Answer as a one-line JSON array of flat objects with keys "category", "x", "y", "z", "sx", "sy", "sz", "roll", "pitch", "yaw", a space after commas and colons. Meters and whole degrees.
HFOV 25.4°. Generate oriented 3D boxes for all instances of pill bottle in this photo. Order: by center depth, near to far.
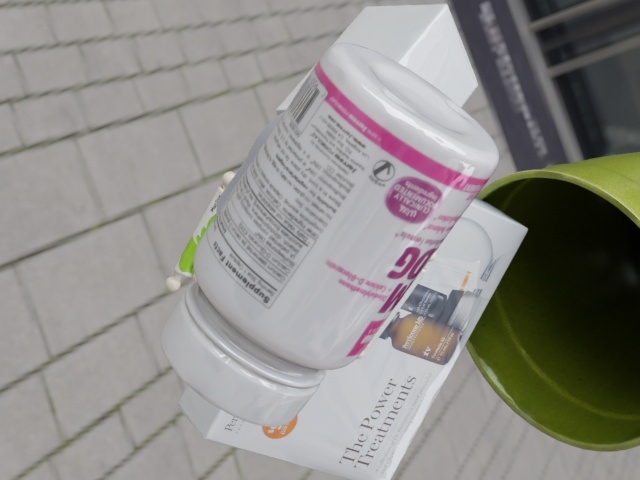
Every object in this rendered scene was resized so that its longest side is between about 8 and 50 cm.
[{"category": "pill bottle", "x": 0.000, "y": 0.000, "z": 1.130, "sx": 0.160, "sy": 0.283, "sz": 0.160, "roll": 31, "pitch": 19, "yaw": -12}]

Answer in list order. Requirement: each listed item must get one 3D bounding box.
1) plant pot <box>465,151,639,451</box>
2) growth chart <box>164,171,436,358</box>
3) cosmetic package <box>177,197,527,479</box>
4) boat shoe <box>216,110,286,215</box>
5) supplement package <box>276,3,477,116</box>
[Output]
[{"category": "plant pot", "x": 0.420, "y": 0.036, "z": 1.845, "sx": 0.353, "sy": 0.366, "sz": 0.366, "roll": -24, "pitch": 95, "yaw": -39}, {"category": "growth chart", "x": -0.019, "y": 0.021, "z": 1.423, "sx": 0.237, "sy": 0.172, "sz": 0.021, "roll": 22, "pitch": 26, "yaw": -5}, {"category": "cosmetic package", "x": 0.040, "y": 0.090, "z": 1.696, "sx": 0.284, "sy": 0.377, "sz": 0.097, "roll": 22, "pitch": 10, "yaw": -32}, {"category": "boat shoe", "x": -0.042, "y": -0.064, "z": 1.284, "sx": 0.040, "sy": 0.142, "sz": 0.049, "roll": 10, "pitch": 42, "yaw": -42}, {"category": "supplement package", "x": 0.059, "y": -0.141, "z": 1.397, "sx": 0.179, "sy": 0.105, "sz": 0.105, "roll": -52, "pitch": 130, "yaw": -33}]
